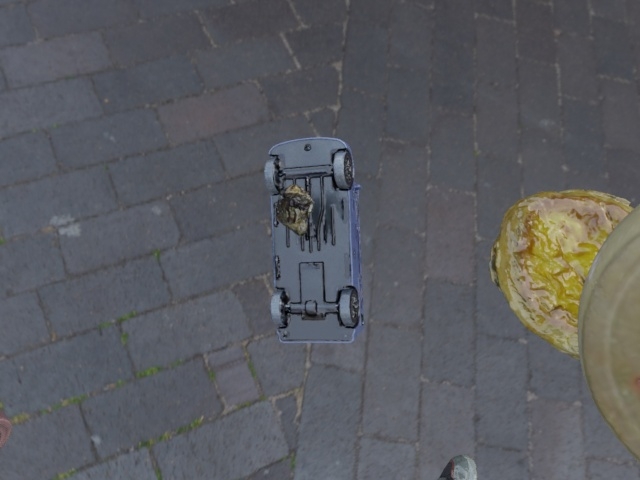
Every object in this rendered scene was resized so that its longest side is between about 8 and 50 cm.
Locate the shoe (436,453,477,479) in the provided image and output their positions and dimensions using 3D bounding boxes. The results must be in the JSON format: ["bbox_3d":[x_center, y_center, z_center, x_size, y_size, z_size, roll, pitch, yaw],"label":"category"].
[{"bbox_3d":[0.173,0.452,1.230,0.126,0.099,0.227,32,68,6],"label":"shoe"}]

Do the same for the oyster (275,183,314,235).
[{"bbox_3d":[-0.037,-0.043,0.960,0.054,0.083,0.019,26,41,12],"label":"oyster"}]

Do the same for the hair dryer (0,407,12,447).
[{"bbox_3d":[-0.555,0.166,0.997,0.125,0.352,0.210,-31,63,-32],"label":"hair dryer"}]

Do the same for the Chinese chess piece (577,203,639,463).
[{"bbox_3d":[0.410,0.090,0.650,0.338,0.338,0.141,46,37,13],"label":"Chinese chess piece"}]

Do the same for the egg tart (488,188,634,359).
[{"bbox_3d":[0.434,0.065,1.192,0.342,0.129,0.341,4,56,-7],"label":"egg tart"}]

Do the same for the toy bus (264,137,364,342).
[{"bbox_3d":[0.000,0.000,1.062,0.126,0.133,0.291,-3,89,18],"label":"toy bus"}]
